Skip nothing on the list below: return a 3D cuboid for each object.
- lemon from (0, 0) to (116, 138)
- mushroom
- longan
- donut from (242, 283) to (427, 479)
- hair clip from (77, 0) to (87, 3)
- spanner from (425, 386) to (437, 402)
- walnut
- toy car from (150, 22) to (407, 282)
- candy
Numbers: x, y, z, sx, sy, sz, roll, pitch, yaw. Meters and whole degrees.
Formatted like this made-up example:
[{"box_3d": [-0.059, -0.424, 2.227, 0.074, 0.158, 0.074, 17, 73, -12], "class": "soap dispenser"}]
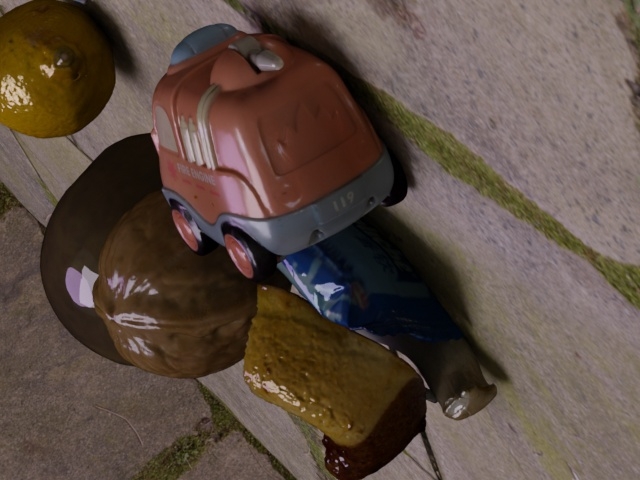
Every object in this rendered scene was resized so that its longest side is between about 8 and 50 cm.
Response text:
[{"box_3d": [-0.368, -0.230, 2.090, 0.188, 0.188, 0.257, 52, 163, -7], "class": "lemon"}, {"box_3d": [0.081, 0.095, 1.725, 0.278, 0.096, 0.099, 34, 173, 22], "class": "mushroom"}, {"box_3d": [-0.215, 0.016, 2.004, 0.319, 0.319, 0.319, 46, 166, 15], "class": "longan"}, {"box_3d": [0.034, 0.180, 1.676, 0.151, 0.112, 0.295, 14, 155, 43], "class": "donut"}, {"box_3d": [-0.323, -0.334, 1.950, 0.214, 0.056, 0.062, 28, 122, 58], "class": "hair clip"}, {"box_3d": [0.097, 0.170, 1.855, 0.054, 0.015, 0.254, 27, 178, 19], "class": "spanner"}, {"box_3d": [-0.146, 0.046, 1.742, 0.228, 0.228, 0.228, 46, 166, 15], "class": "walnut"}, {"box_3d": [-0.060, -0.103, 1.500, 0.270, 0.181, 0.212, 23, 138, 59], "class": "toy car"}, {"box_3d": [0.000, 0.000, 1.658, 0.331, 0.077, 0.187, 45, -157, 27], "class": "candy"}]
